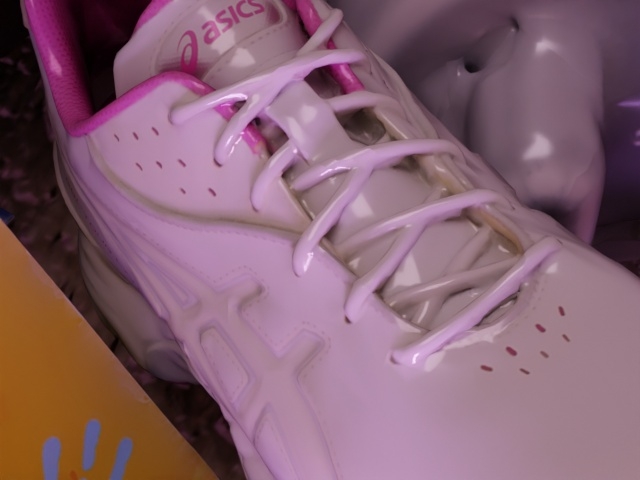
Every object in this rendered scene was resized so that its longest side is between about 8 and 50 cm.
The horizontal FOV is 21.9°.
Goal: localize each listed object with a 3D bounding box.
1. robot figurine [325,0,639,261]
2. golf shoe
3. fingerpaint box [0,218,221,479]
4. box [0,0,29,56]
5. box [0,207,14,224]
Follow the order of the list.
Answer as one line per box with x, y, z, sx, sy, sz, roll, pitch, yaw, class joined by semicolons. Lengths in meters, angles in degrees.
0.099;-0.133;0.620;0.300;0.199;0.353;1;57;-2;robot figurine
0.000;0.000;0.462;0.115;0.140;0.306;-35;37;-21;golf shoe
-0.286;0.049;0.403;0.163;0.445;0.371;13;56;48;fingerpaint box
-0.277;-0.099;0.637;0.191;0.143;0.381;35;62;27;box
-0.219;-0.005;0.674;0.178;0.042;0.109;29;62;24;box
